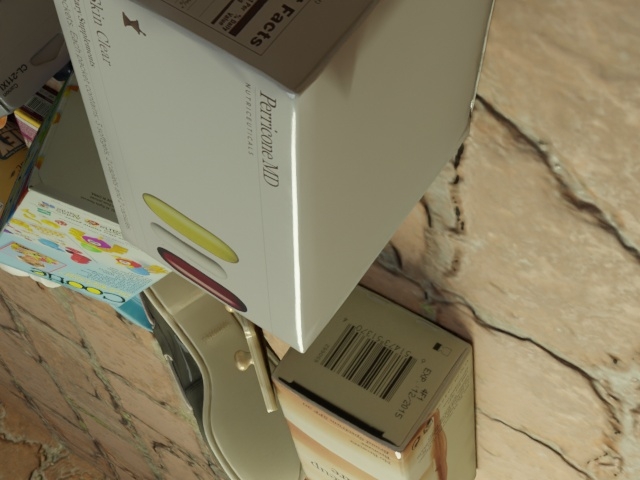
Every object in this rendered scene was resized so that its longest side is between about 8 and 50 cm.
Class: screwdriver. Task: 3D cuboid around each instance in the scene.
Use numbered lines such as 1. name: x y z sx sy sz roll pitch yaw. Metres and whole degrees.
1. screwdriver: -0.267 -0.168 1.101 0.024 0.025 0.170 50 162 -26

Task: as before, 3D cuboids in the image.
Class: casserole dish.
1. casserole dish: -0.244 0.051 1.427 0.114 0.037 0.188 34 155 11

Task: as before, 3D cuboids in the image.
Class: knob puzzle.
1. knob puzzle: -0.084 0.043 1.063 0.213 0.030 0.213 165 90 -88

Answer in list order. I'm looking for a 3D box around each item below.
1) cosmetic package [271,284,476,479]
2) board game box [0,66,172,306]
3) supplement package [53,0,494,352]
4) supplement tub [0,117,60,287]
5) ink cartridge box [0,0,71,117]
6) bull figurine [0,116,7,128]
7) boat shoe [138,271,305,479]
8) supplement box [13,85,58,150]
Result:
1. cosmetic package: 0.063 0.190 1.124 0.153 0.129 0.296 26 154 25
2. board game box: -0.189 -0.049 0.995 0.144 0.142 0.275 23 160 -18
3. supplement package: -0.012 -0.099 0.622 0.145 0.204 0.262 30 155 17
4. supplement tub: -0.346 -0.050 1.256 0.199 0.144 0.144 31 155 15
5. ink cartridge box: -0.278 -0.165 0.977 0.072 0.127 0.175 50 153 -21
6. bull figurine: -0.452 -0.192 1.133 0.310 0.188 0.101 32 121 30
7. boat shoe: -0.110 0.127 1.228 0.335 0.112 0.095 64 170 -4
8. supplement box: -0.280 -0.116 1.170 0.055 0.043 0.083 31 154 15
